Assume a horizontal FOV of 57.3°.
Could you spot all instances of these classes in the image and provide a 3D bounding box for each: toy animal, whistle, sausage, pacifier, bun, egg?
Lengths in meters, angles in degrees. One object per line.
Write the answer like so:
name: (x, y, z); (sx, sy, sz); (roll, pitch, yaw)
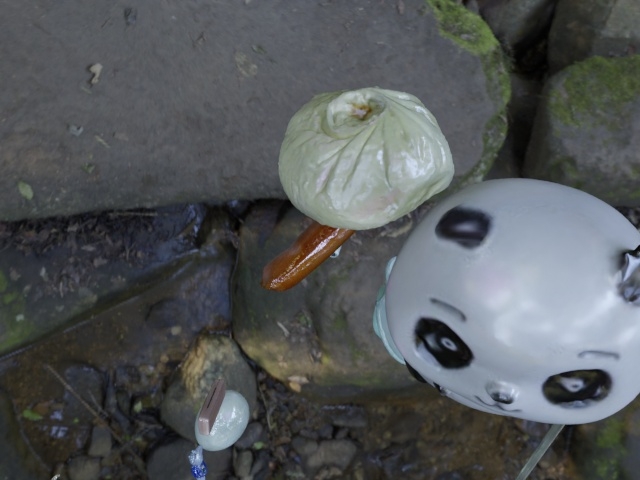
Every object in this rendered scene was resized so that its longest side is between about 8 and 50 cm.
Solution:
toy animal: (0.145, 0.050, 0.446); (0.187, 0.235, 0.165); (13, 79, 11)
whistle: (-0.221, 0.410, 1.065); (0.033, 0.029, 0.083); (-33, 127, -46)
sausage: (-0.011, 0.011, 1.290); (0.300, 0.089, 0.083); (-43, 121, -14)
pacifier: (0.298, 0.202, 1.724); (0.269, 0.343, 0.288); (-16, 132, 38)
bun: (0.058, -0.130, 0.793); (0.243, 0.244, 0.153); (-16, 126, -8)
egg: (-0.302, 0.548, 1.775); (0.151, 0.151, 0.209); (24, 107, -24)

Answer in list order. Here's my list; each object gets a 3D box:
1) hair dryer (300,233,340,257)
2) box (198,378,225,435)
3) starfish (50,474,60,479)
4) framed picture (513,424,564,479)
hair dryer: (0.000, 0.000, 1.812); (0.137, 0.082, 0.047); (11, 149, 15)
box: (-0.214, 0.327, 1.158); (0.025, 0.115, 0.048); (9, 121, 5)
starfish: (-0.566, 0.520, 1.200); (0.016, 0.092, 0.086); (-8, 132, 30)
framed picture: (0.521, 0.390, 1.267); (0.240, 0.020, 0.324); (-28, 142, -42)
